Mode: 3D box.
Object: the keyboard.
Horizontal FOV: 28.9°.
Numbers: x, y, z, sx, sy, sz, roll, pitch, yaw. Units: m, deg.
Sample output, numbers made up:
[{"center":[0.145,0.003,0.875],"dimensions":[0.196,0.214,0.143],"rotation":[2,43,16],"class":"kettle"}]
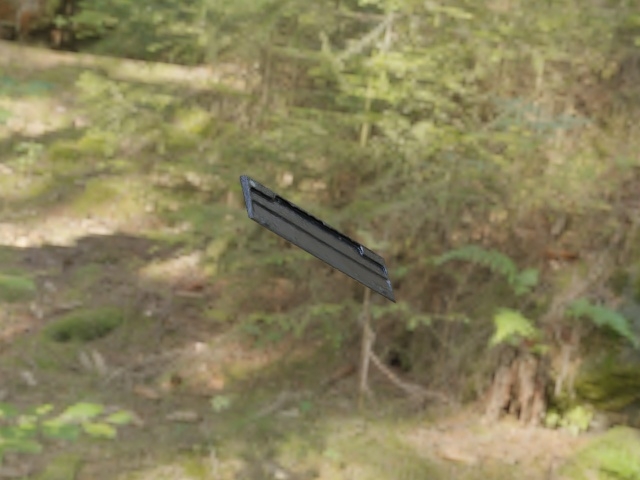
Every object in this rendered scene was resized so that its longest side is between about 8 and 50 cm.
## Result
[{"center":[0.000,0.000,1.194],"dimensions":[0.198,0.010,0.064],"rotation":[31,31,-35],"class":"keyboard"}]
